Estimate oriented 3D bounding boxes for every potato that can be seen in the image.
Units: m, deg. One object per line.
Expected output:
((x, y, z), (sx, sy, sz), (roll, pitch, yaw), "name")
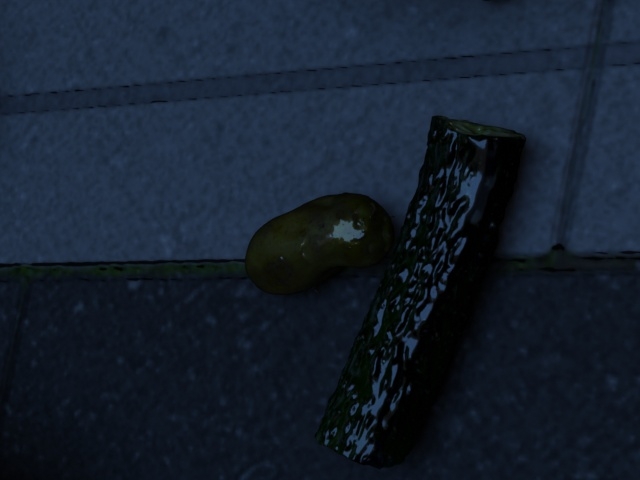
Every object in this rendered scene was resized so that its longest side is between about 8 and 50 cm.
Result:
((0.000, 0.000, 0.750), (0.092, 0.046, 0.045), (-22, 117, 30), "potato")

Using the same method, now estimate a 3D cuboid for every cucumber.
((0.054, 0.025, 0.712), (0.058, 0.058, 0.187), (23, 94, 27), "cucumber")
